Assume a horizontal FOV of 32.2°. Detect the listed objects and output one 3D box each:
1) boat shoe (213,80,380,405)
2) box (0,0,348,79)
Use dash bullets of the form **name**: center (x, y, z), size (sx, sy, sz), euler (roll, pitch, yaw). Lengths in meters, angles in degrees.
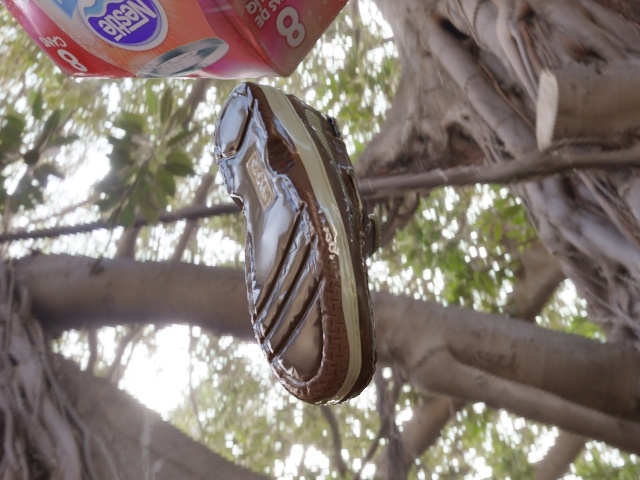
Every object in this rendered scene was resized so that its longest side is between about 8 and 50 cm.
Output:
- **boat shoe**: center (0.004, -0.005, 0.739), size (0.095, 0.257, 0.095), euler (12, -43, -33)
- **box**: center (-0.019, -0.216, 0.449), size (0.154, 0.300, 0.142), euler (8, -35, 46)
